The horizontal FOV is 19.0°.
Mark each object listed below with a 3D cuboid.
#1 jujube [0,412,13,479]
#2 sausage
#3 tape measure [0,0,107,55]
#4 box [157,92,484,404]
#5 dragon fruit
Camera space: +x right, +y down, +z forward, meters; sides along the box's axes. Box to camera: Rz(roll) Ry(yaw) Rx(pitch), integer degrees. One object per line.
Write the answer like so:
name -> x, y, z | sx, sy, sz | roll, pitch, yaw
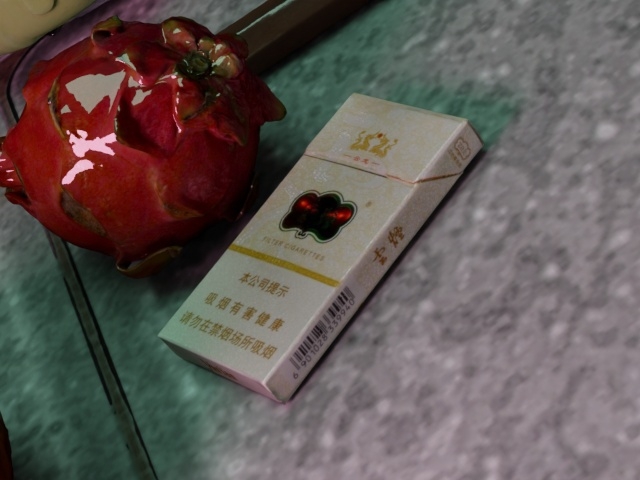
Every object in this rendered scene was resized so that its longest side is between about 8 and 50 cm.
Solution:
jujube -> -0.249, 0.121, 0.897 | 0.197, 0.197, 0.290 | -53, 24, -18
sausage -> -0.012, -0.130, 1.081 | 0.147, 0.035, 0.030 | -34, 56, 9
tape measure -> -0.184, -0.189, 1.231 | 0.200, 0.106, 0.175 | 5, 46, 48
box -> 0.000, 0.000, 0.942 | 0.090, 0.024, 0.167 | 18, 65, 49
dragon fruit -> -0.099, -0.047, 0.998 | 0.166, 0.133, 0.136 | -16, 0, 26
